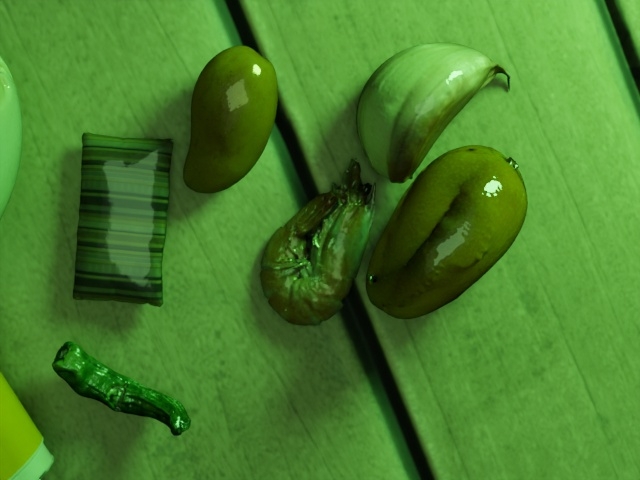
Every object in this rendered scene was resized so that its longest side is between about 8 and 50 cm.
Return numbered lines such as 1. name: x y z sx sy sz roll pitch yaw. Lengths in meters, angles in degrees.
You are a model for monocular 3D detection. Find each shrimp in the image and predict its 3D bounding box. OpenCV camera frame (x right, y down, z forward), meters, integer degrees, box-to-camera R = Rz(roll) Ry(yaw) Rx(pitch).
1. shrimp: -0.001 0.000 1.511 0.115 0.051 0.217 22 95 -3

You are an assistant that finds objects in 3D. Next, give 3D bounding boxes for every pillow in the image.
1. pillow: -0.237 -0.025 1.497 0.113 0.038 0.203 5 93 -1

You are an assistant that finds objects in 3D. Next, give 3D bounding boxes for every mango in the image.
1. mango: 0.147 -0.007 1.464 0.136 0.166 0.236 38 90 -2
2. mango: -0.108 -0.139 1.474 0.102 0.085 0.184 17 99 -5

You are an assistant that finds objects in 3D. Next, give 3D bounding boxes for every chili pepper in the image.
1. chili pepper: -0.238 0.183 1.496 0.182 0.073 0.050 26 69 0

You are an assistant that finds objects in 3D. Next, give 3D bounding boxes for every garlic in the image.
1. garlic: 0.126 -0.173 1.474 0.207 0.115 0.128 -41 90 -3

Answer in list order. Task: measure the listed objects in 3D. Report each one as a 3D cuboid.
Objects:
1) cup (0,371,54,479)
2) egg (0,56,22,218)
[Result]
1. cup: -0.442 0.185 1.432 0.196 0.196 0.279 -36 103 -1
2. egg: -0.467 -0.088 1.334 0.283 0.345 0.283 0 138 0
